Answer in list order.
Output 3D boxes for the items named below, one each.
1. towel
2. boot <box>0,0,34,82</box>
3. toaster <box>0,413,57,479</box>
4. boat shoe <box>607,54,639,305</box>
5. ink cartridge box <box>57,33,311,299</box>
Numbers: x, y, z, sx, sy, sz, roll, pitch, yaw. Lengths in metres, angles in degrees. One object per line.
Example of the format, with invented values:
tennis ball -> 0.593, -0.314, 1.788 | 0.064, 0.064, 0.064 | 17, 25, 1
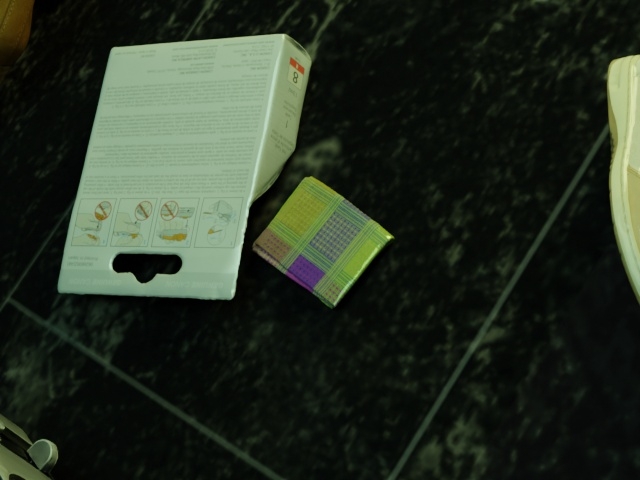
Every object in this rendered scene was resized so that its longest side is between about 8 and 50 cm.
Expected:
towel -> 0.000, 0.000, 0.791 | 0.083, 0.009, 0.060 | 35, 84, 38
boot -> -0.306, -0.237, 1.004 | 0.295, 0.104, 0.211 | 43, 114, 28
toaster -> -0.213, 0.197, 0.732 | 0.185, 0.110, 0.168 | -49, 44, -2
boat shoe -> 0.184, -0.031, 0.666 | 0.059, 0.063, 0.170 | -17, 56, 29
ink cartridge box -> -0.088, -0.044, 0.856 | 0.145, 0.045, 0.179 | 1, 74, 30
